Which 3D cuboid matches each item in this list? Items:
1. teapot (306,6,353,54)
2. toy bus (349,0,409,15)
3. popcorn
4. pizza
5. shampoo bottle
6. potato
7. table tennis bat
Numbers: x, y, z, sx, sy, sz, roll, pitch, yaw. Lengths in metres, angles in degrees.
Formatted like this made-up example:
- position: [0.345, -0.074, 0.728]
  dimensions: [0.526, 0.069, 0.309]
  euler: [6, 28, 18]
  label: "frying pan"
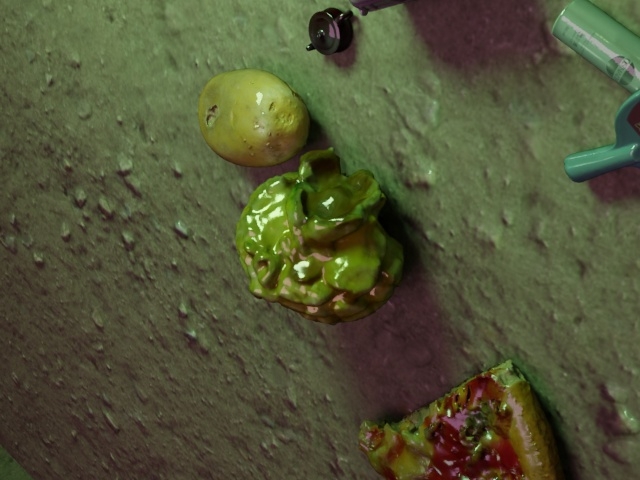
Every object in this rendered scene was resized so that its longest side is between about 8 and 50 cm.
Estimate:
- position: [0.012, -0.312, 1.268]
  dimensions: [0.100, 0.045, 0.068]
  euler: [-33, 88, 49]
  label: "teapot"
- position: [0.112, -0.373, 1.063]
  dimensions: [0.202, 0.142, 0.142]
  euler: [-2, 109, 45]
  label: "toy bus"
- position: [0.000, 0.000, 1.321]
  dimensions: [0.258, 0.224, 0.270]
  euler: [-17, 90, 31]
  label: "popcorn"
- position: [0.212, 0.393, 1.384]
  dimensions: [0.406, 0.130, 0.440]
  euler: [1, 111, 42]
  label: "pizza"
- position: [0.358, -0.204, 0.974]
  dimensions: [0.195, 0.056, 0.056]
  euler: [43, 135, 20]
  label: "shampoo bottle"
- position: [-0.111, -0.196, 1.386]
  dimensions: [0.234, 0.146, 0.150]
  euler: [19, 80, 52]
  label: "potato"
- position: [0.387, -0.112, 0.986]
  dimensions: [0.153, 0.040, 0.244]
  euler: [45, 149, -19]
  label: "table tennis bat"
